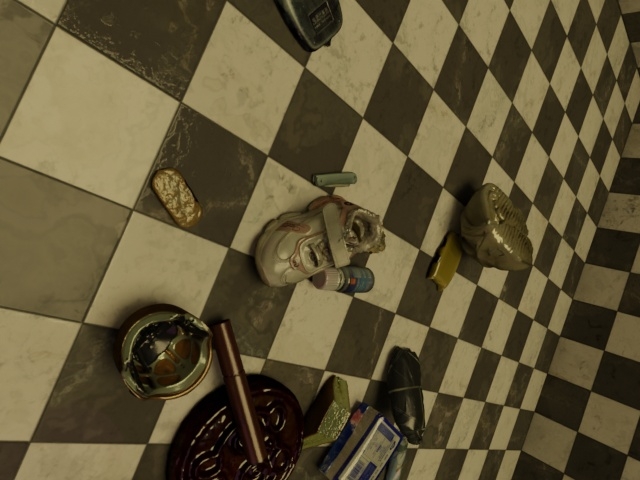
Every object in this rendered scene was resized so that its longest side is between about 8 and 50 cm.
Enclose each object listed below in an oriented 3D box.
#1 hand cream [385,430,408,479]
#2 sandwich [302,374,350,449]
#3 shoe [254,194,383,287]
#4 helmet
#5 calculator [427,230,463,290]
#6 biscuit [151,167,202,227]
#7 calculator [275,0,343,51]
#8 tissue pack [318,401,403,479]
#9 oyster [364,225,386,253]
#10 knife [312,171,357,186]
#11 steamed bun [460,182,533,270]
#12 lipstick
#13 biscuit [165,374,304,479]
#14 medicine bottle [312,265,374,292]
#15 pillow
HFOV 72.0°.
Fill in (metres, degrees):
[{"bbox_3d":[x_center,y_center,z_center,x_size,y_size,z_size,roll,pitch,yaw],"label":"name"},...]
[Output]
[{"bbox_3d":[0.301,0.875,1.749,0.088,0.055,0.255,-3,109,-41],"label":"hand cream"},{"bbox_3d":[0.016,0.550,1.379,0.094,0.096,0.258,45,68,-34],"label":"sandwich"},{"bbox_3d":[-0.002,-0.002,1.143,0.351,0.198,0.171,-40,123,-28],"label":"shoe"},{"bbox_3d":[-0.344,0.226,0.944,0.198,0.130,0.224,-43,136,-21],"label":"helmet"},{"bbox_3d":[0.499,0.074,1.723,0.157,0.033,0.236,40,71,-40],"label":"calculator"},{"bbox_3d":[-0.312,-0.092,0.965,0.071,0.018,0.147,-41,126,-23],"label":"biscuit"},{"bbox_3d":[-0.033,-0.599,1.074,0.177,0.040,0.268,-49,133,-19],"label":"calculator"},{"bbox_3d":[0.138,0.715,1.502,0.269,0.137,0.209,-51,131,-16],"label":"tissue pack"},{"bbox_3d":[0.150,-0.009,1.376,0.148,0.051,0.103,9,83,-51],"label":"oyster"},{"bbox_3d":[0.043,-0.172,1.258,0.162,0.023,0.044,-11,112,-40],"label":"knife"},{"bbox_3d":[0.656,-0.025,1.715,0.324,0.219,0.309,28,51,-29],"label":"steamed bun"},{"bbox_3d":[-0.200,0.371,1.080,0.057,0.057,0.356,-15,90,-39],"label":"lipstick"},{"bbox_3d":[-0.207,0.566,1.183,0.408,0.091,0.407,-12,110,-38],"label":"biscuit"},{"bbox_3d":[0.069,0.115,1.316,0.203,0.083,0.083,8,96,-41],"label":"medicine bottle"},{"bbox_3d":[0.316,0.555,1.589,0.162,0.093,0.334,16,62,-39],"label":"pillow"}]
